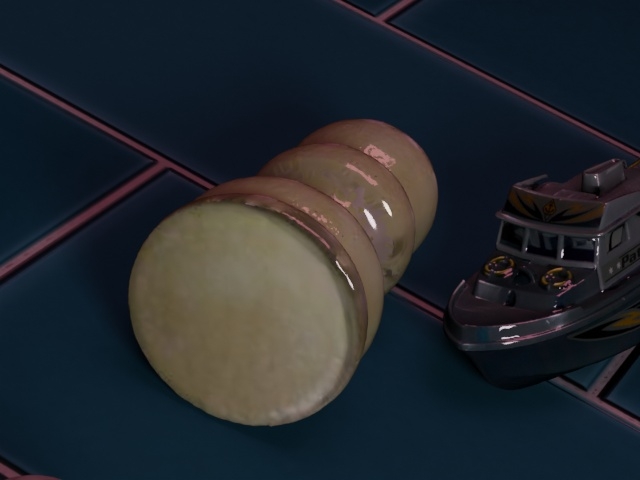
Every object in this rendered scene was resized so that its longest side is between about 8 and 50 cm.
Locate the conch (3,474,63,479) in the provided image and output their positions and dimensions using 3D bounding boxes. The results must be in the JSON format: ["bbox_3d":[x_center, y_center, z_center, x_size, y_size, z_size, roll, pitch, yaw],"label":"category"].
[{"bbox_3d":[-0.143,0.180,0.837,0.275,0.149,0.183,33,31,17],"label":"conch"}]

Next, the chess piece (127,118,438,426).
[{"bbox_3d":[0.000,0.000,1.201,0.144,0.144,0.251,26,27,11],"label":"chess piece"}]

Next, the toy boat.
[{"bbox_3d":[0.180,0.013,1.274,0.114,0.122,0.296,12,26,39],"label":"toy boat"}]
